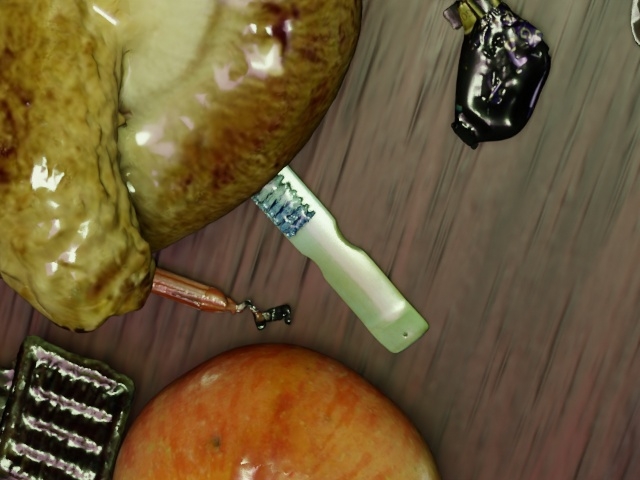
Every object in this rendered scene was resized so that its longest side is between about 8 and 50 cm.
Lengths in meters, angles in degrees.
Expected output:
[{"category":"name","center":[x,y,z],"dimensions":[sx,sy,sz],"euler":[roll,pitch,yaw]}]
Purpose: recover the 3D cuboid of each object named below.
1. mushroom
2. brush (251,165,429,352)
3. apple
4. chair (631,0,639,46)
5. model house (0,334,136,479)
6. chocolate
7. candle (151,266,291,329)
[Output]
[{"category":"mushroom","center":[-0.154,-0.136,0.880],"dimensions":[0.345,0.239,0.345],"euler":[0,89,-7]},{"category":"brush","center":[0.000,0.000,0.972],"dimensions":[0.033,0.030,0.178],"euler":[-41,94,8]},{"category":"apple","center":[-0.025,0.168,0.950],"dimensions":[0.209,0.164,0.209],"euler":[4,106,12]},{"category":"chair","center":[0.216,-0.209,0.837],"dimensions":[0.106,0.113,0.229],"euler":[-3,101,13]},{"category":"model house","center":[-0.200,0.134,1.003],"dimensions":[0.165,0.106,0.152],"euler":[21,109,0]},{"category":"chocolate","center":[0.087,-0.132,0.911],"dimensions":[0.072,0.070,0.147],"euler":[-24,110,5]},{"category":"candle","center":[-0.098,0.029,1.001],"dimensions":[0.167,0.021,0.026],"euler":[18,87,6]}]
